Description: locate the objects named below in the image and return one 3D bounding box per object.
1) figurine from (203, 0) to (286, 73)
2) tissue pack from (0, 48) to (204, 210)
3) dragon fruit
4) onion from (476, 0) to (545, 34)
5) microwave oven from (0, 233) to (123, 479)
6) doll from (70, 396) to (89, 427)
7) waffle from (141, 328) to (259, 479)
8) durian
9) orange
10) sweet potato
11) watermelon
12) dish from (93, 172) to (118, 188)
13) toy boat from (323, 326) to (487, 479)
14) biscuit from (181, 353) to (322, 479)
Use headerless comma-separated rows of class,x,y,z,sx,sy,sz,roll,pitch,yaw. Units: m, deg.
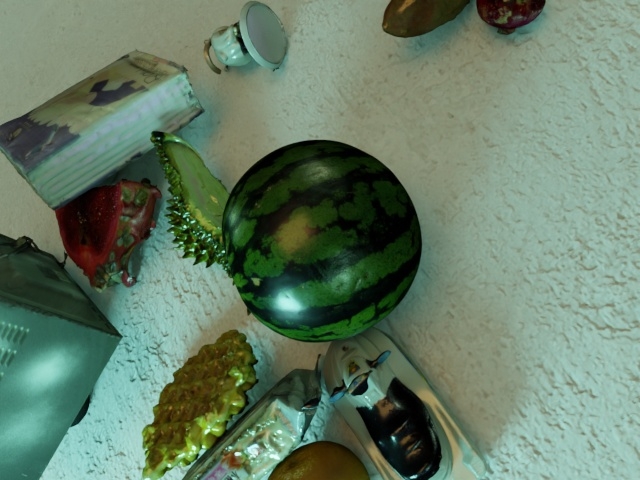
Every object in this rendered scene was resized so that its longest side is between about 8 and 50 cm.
figurine,-0.159,-0.375,1.124,0.154,0.132,0.132,-9,70,35
tissue pack,-0.418,-0.224,1.096,0.344,0.125,0.242,-38,42,-20
dragon fruit,-0.395,-0.006,1.111,0.262,0.134,0.211,-1,85,41
onion,0.300,-0.375,0.915,0.107,0.097,0.107,0,40,0
microwave oven,-0.586,0.171,1.005,0.432,0.236,0.374,25,84,47
doll,-0.460,0.264,1.068,0.089,0.102,0.179,18,78,-10
waffle,-0.193,0.240,0.895,0.243,0.059,0.238,-43,23,5
durian,-0.200,-0.033,1.018,0.132,0.106,0.375,-27,76,-27
orange,-0.001,0.353,0.789,0.155,0.154,0.134,-34,103,12
sweet potato,0.244,-0.464,0.964,0.385,0.109,0.109,-44,60,-8
watermelon,0.000,0.000,0.816,0.285,0.285,0.285,-8,70,23
dish,-0.541,-0.190,1.251,0.228,0.086,0.236,3,74,26
toy boat,0.094,0.234,0.789,0.141,0.141,0.269,-40,73,8
biscuit,-0.106,0.302,0.836,0.309,0.186,0.079,-44,91,6
